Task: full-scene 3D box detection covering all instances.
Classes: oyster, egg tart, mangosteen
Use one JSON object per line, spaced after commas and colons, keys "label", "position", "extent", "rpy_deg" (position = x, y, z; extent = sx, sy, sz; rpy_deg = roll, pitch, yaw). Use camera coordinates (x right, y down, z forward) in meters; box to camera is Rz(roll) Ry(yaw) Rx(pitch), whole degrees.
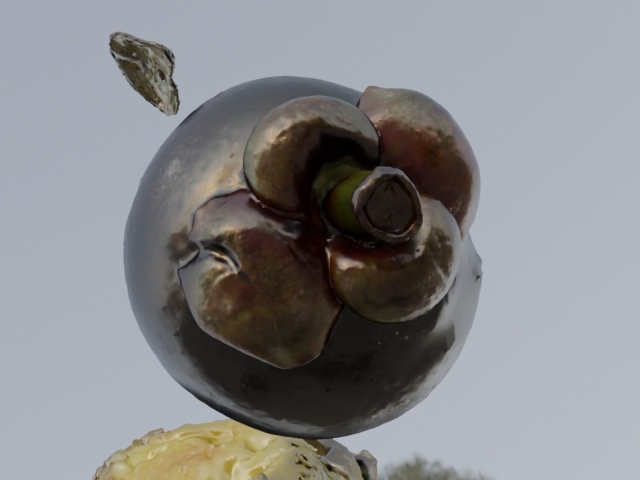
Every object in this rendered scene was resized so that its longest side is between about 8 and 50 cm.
{"label": "oyster", "position": [-0.110, -0.110, 1.109], "extent": [0.019, 0.054, 0.083], "rpy_deg": [-50, -24, -24]}
{"label": "egg tart", "position": [-0.083, 0.200, 1.242], "extent": [0.291, 0.291, 0.107], "rpy_deg": [-18, -65, -4]}
{"label": "mangosteen", "position": [0.000, 0.000, 0.943], "extent": [0.211, 0.211, 0.250], "rpy_deg": [0, -17, -16]}
